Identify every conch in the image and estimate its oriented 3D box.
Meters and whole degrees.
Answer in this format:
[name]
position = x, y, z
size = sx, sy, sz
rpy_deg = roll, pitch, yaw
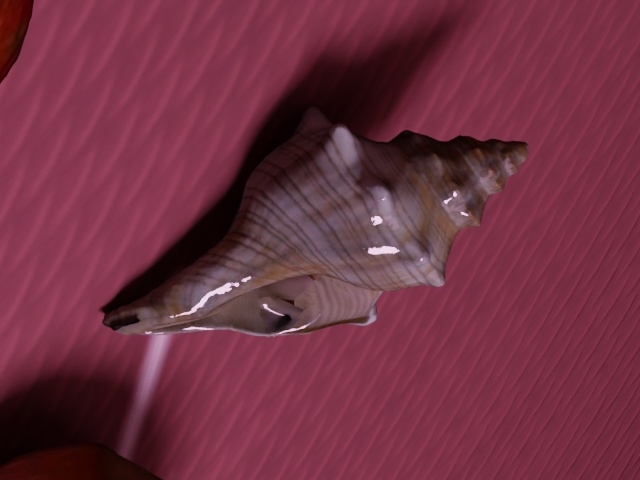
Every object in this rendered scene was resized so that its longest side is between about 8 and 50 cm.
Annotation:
[conch]
position = 0.006, -0.009, 1.132
size = 0.234, 0.114, 0.137
rpy_deg = -23, 145, 25

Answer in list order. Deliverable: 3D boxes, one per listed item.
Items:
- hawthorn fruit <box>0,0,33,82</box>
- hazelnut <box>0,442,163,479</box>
[hawthorn fruit]
position = -0.195, -0.113, 0.689
size = 0.224, 0.224, 0.261
rpy_deg = -46, 160, -6
[hazelnut]
position = -0.148, 0.215, 1.105
size = 0.214, 0.176, 0.214
rpy_deg = -8, 136, -8
